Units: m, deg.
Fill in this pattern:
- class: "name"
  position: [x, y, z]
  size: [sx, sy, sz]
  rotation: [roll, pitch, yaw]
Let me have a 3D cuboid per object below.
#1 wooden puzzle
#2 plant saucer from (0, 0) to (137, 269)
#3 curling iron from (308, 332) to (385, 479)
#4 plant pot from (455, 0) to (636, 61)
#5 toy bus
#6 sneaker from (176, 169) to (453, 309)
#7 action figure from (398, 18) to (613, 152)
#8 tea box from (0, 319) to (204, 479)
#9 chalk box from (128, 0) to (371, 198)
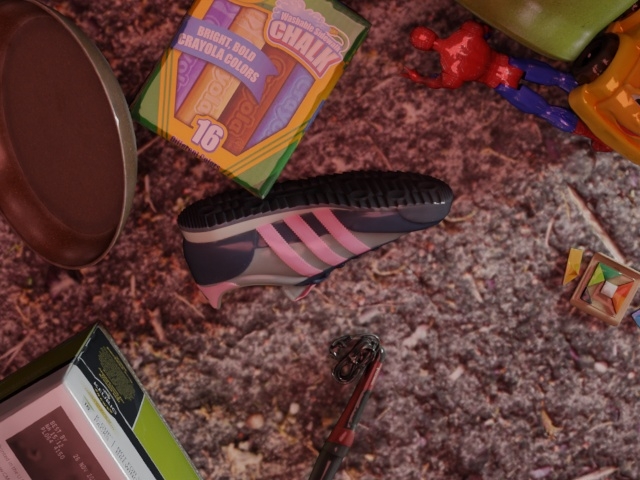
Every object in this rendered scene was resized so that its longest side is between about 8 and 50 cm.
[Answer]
- class: "wooden puzzle"
  position: [0.342, 0.058, 1.775]
  size: [0.116, 0.014, 0.079]
  rotation: [20, 98, -4]
- class: "plant saucer"
  position: [-0.294, -0.122, 1.641]
  size: [0.050, 0.310, 0.311]
  rotation: [-23, 101, -39]
- class: "curling iron"
  position: [0.010, 0.235, 1.790]
  size: [0.068, 0.035, 0.274]
  rotation: [19, 98, 1]
- class: "plant pot"
  position: [0.269, -0.393, 1.558]
  size: [0.366, 0.366, 0.353]
  rotation: [33, 108, -5]
- class: "toy bus"
  position: [0.405, -0.206, 1.609]
  size: [0.149, 0.211, 0.220]
  rotation: [39, 73, -18]
- class: "sneaker"
  position: [0.000, 0.000, 1.731]
  size: [0.319, 0.112, 0.131]
  rotation: [-7, 116, 3]
- class: "action figure"
  position: [0.208, -0.190, 1.707]
  size: [0.280, 0.139, 0.091]
  rotation: [20, 96, -26]
- class: "tea box"
  position: [-0.264, 0.305, 1.653]
  size: [0.220, 0.323, 0.329]
  rotation: [-31, 97, 4]
- class: "chalk box"
  position: [-0.059, -0.220, 1.646]
  size: [0.179, 0.180, 0.289]
  rotation: [33, 98, -5]
